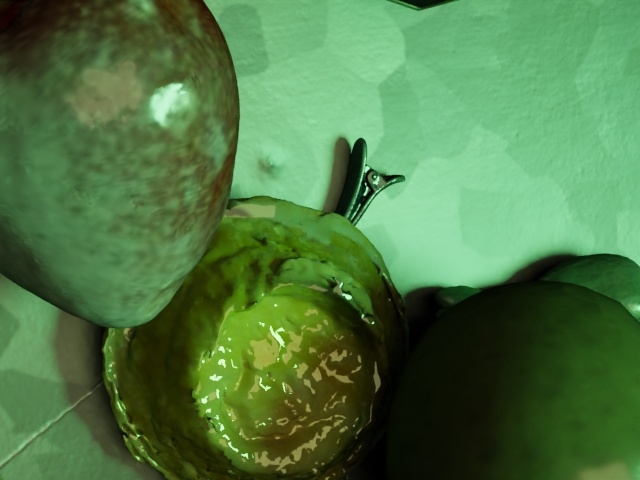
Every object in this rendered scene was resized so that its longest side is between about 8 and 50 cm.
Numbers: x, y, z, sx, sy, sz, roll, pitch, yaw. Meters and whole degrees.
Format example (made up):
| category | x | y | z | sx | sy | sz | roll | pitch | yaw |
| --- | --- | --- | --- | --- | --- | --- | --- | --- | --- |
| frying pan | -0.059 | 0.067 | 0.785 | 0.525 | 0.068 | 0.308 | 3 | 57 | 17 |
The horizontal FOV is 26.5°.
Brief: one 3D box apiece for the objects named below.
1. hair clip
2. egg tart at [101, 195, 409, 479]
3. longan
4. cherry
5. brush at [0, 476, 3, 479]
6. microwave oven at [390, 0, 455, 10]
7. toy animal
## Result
| category | x | y | z | sx | sy | sz | roll | pitch | yaw |
| --- | --- | --- | --- | --- | --- | --- | --- | --- | --- |
| hair clip | 0.000 | 0.000 | 1.454 | 0.070 | 0.039 | 0.229 | 41 | 79 | -19 |
| egg tart | -0.052 | 0.124 | 1.374 | 0.345 | 0.132 | 0.346 | -4 | 102 | -18 |
| longan | 0.223 | 0.219 | 1.322 | 0.360 | 0.361 | 0.361 | -1 | 93 | -21 |
| cherry | -0.237 | -0.099 | 1.224 | 0.326 | 0.291 | 0.335 | 13 | 127 | 6 |
| brush | -0.396 | 0.168 | 1.298 | 0.065 | 0.070 | 0.327 | -34 | 106 | 2 |
| microwave oven | 0.121 | -0.347 | 1.376 | 0.145 | 0.240 | 0.194 | 16 | 86 | -20 |
| toy animal | 0.245 | 0.084 | 1.527 | 0.251 | 0.127 | 0.125 | -3 | 106 | -7 |
